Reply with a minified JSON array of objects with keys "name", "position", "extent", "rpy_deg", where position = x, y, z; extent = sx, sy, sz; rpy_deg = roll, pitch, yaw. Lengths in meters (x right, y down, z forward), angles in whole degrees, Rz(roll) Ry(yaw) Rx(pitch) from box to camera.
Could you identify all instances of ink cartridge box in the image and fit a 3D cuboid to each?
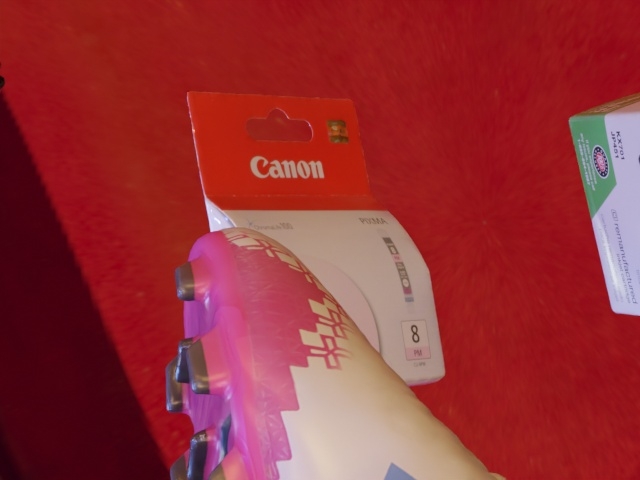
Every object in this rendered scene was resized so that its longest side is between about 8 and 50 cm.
[{"name":"ink cartridge box","position":[0.269,-0.025,1.204],"extent":[0.087,0.208,0.153],"rpy_deg":[-17,98,-22]},{"name":"ink cartridge box","position":[0.000,0.000,1.338],"extent":[0.066,0.189,0.232],"rpy_deg":[-10,84,42]}]

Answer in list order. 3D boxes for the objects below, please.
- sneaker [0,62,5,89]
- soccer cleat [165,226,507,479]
[{"name":"sneaker","position":[-0.311,-0.181,1.513],"extent":[0.125,0.341,0.139],"rpy_deg":[-38,82,-26]},{"name":"soccer cleat","position":[0.035,0.122,0.636],"extent":[0.143,0.331,0.116],"rpy_deg":[-6,135,-15]}]
